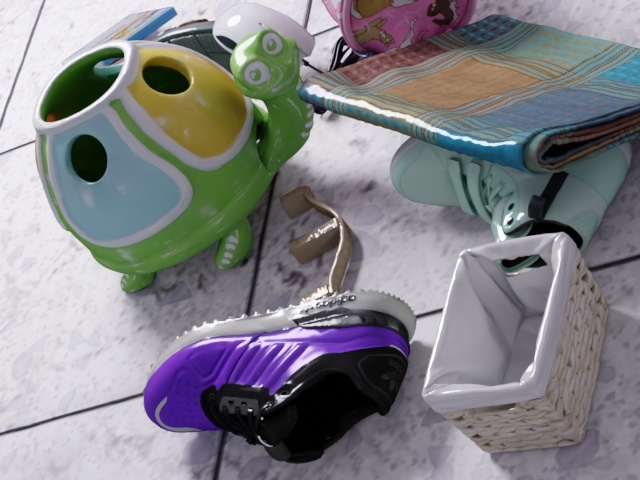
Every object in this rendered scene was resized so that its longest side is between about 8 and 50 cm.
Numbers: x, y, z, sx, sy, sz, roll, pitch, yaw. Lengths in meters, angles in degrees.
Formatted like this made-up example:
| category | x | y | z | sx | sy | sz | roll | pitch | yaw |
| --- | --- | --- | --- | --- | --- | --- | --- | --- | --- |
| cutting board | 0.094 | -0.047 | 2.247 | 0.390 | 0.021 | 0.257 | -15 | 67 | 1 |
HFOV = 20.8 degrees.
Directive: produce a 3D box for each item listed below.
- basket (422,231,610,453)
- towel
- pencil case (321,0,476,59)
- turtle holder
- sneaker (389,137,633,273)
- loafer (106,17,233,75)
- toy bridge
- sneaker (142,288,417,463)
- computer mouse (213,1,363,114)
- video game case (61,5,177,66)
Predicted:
| category | x | y | z | sx | sy | sz | roll | pitch | yaw |
| --- | --- | --- | --- | --- | --- | --- | --- | --- | --- |
| basket | 0.173 | 0.092 | 1.505 | 0.113 | 0.103 | 0.167 | -10 | 45 | 34 |
| towel | 0.185 | -0.151 | 1.692 | 0.271 | 0.040 | 0.370 | -21 | 26 | -29 |
| pencil case | 0.039 | -0.335 | 2.001 | 0.386 | 0.160 | 0.167 | -123 | 40 | -54 |
| turtle holder | -0.167 | -0.098 | 1.887 | 0.320 | 0.227 | 0.243 | 1 | 53 | 45 |
| sneaker | 0.156 | -0.039 | 1.656 | 0.255 | 0.094 | 0.151 | -3 | 43 | 36 |
| loafer | -0.186 | -0.224 | 2.158 | 0.267 | 0.096 | 0.084 | -20 | 35 | 28 |
| toy bridge | 0.000 | 0.000 | 1.815 | 0.063 | 0.026 | 0.188 | -29 | 38 | 12 |
| sneaker | -0.051 | 0.148 | 1.643 | 0.293 | 0.102 | 0.146 | -20 | 42 | 25 |
| computer mouse | -0.047 | -0.226 | 2.014 | 0.193 | 0.042 | 0.106 | 29 | 71 | 23 |
| video game case | -0.262 | -0.261 | 2.266 | 0.119 | 0.015 | 0.166 | -38 | 18 | -19 |
